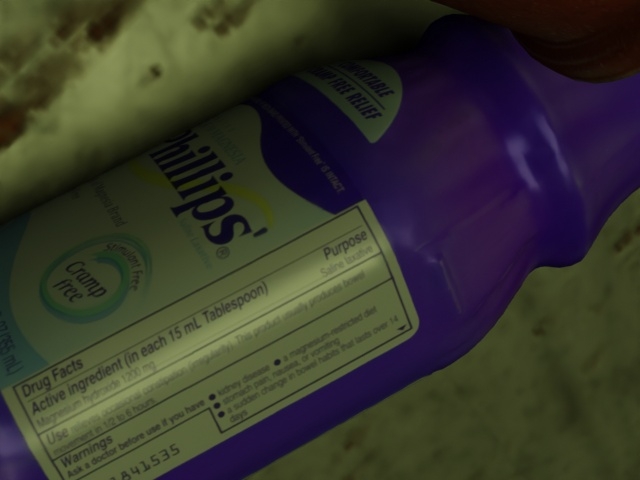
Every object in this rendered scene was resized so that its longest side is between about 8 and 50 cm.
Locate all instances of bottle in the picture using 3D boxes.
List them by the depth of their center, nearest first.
[{"bbox_3d":[0.000,0.000,0.455,0.282,0.118,0.092,-28,121,-8],"label":"bottle"}]

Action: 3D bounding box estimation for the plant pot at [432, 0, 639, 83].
[{"bbox_3d":[-0.027,-0.196,0.329,0.265,0.272,0.272,10,101,-13],"label":"plant pot"}]
